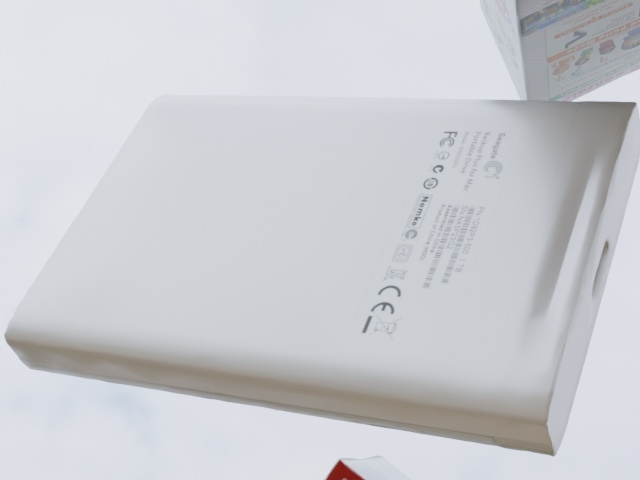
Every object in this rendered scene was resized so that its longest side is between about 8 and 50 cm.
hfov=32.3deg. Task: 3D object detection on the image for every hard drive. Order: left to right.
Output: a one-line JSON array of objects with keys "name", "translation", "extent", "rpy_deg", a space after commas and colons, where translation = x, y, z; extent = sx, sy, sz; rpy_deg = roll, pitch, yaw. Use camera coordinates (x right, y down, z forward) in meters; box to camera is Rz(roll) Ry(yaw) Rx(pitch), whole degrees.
[{"name": "hard drive", "translation": [0.000, 0.000, 0.604], "extent": [0.307, 0.203, 0.040], "rpy_deg": [4, -39, 28]}]

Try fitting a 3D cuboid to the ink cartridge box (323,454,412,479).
[{"name": "ink cartridge box", "translation": [0.079, 0.405, 1.036], "extent": [0.309, 0.130, 0.272], "rpy_deg": [36, -84, 24]}]

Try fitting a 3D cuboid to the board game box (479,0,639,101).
[{"name": "board game box", "translation": [0.188, -0.196, 0.576], "extent": [0.224, 0.098, 0.303], "rpy_deg": [-23, -19, 6]}]
